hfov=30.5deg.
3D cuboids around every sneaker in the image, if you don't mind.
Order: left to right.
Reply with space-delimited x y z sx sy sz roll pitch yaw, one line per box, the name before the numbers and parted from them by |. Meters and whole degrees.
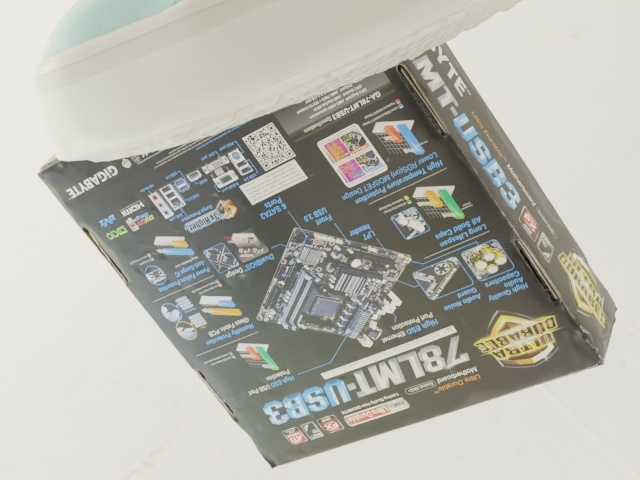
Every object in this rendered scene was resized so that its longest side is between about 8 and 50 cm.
sneaker | 0.051 -0.156 0.381 0.366 0.135 0.150 -28 -88 6

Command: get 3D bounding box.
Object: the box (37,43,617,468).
box | 0.000 0.000 0.801 0.295 0.293 0.073 -24 -158 35
